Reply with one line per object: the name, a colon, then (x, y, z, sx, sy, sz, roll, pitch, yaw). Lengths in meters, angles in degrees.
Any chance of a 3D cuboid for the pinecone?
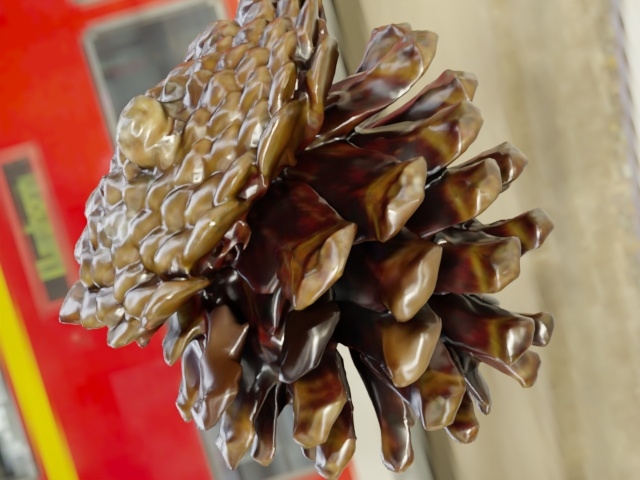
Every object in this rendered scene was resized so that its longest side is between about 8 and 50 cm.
pinecone: (-0.002, 0.009, 1.015, 0.264, 0.264, 0.264, 163, 90, -84)
